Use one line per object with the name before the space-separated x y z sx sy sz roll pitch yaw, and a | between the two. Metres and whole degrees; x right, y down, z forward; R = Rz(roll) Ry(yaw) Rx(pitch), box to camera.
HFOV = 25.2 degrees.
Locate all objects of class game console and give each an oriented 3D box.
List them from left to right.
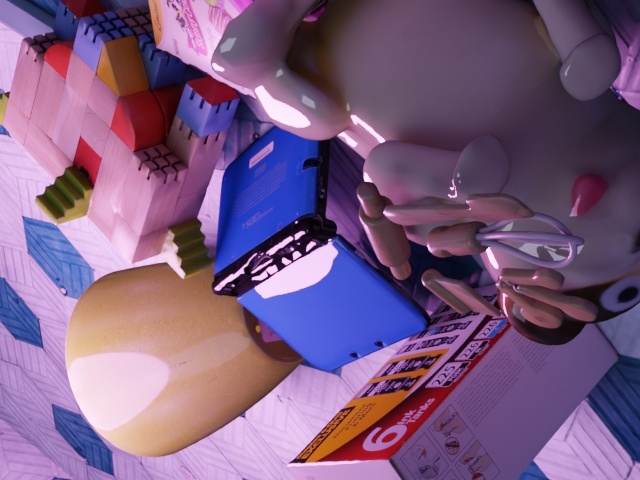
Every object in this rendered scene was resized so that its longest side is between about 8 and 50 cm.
game console | 0.000 0.000 1.720 0.173 0.250 0.293 12 159 -24

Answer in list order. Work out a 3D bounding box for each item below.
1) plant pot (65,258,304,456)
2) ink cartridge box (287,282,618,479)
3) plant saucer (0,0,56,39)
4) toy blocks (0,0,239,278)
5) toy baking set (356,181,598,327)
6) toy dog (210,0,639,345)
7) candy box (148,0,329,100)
plant pot | -0.152 0.136 1.957 0.293 0.275 0.275 -21 110 42
ink cartridge box | 0.127 0.191 1.588 0.130 0.309 0.272 54 149 -12
plant saucer | -0.381 -0.287 1.949 0.192 0.018 0.067 33 147 23
toy blocks | -0.252 -0.167 1.772 0.381 0.190 0.261 44 133 25
toy baking set | 0.121 0.004 1.137 0.196 0.030 0.256 13 158 24
toy dog | 0.140 -0.091 1.279 0.408 0.284 0.395 42 166 7
candy box | -0.086 -0.244 1.578 0.233 0.071 0.159 30 147 27
